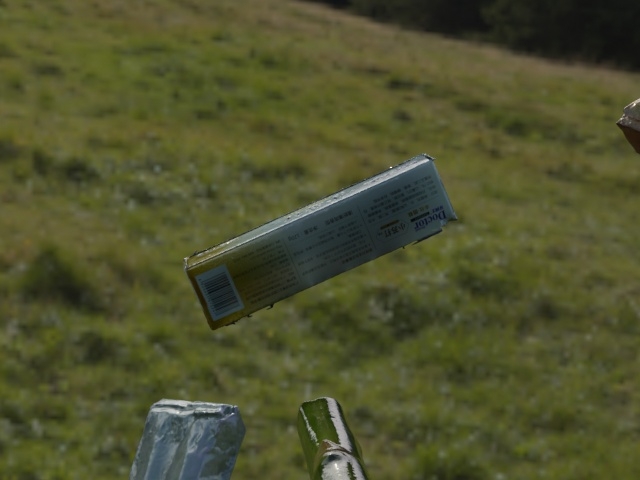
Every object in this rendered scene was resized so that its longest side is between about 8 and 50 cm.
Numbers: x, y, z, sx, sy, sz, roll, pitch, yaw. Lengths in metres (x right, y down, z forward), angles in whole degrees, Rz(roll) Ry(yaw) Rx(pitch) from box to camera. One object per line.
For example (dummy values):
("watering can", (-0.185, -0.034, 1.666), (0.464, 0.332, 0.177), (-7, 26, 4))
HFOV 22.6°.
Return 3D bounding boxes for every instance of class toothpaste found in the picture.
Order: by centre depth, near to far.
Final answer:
("toothpaste", (0.000, 0.000, 1.836), (0.313, 0.089, 0.071), (-24, 8, -1))

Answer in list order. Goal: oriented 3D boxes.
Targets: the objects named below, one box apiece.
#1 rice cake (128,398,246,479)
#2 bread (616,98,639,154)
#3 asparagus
("rice cake", (-0.119, 0.221, 1.134), (0.085, 0.226, 0.040), (1, -24, 44))
("bread", (0.430, -0.105, 1.832), (0.119, 0.192, 0.067), (-32, 39, 19))
("asparagus", (0.016, 0.225, 1.555), (0.067, 0.060, 0.277), (43, 6, -14))
